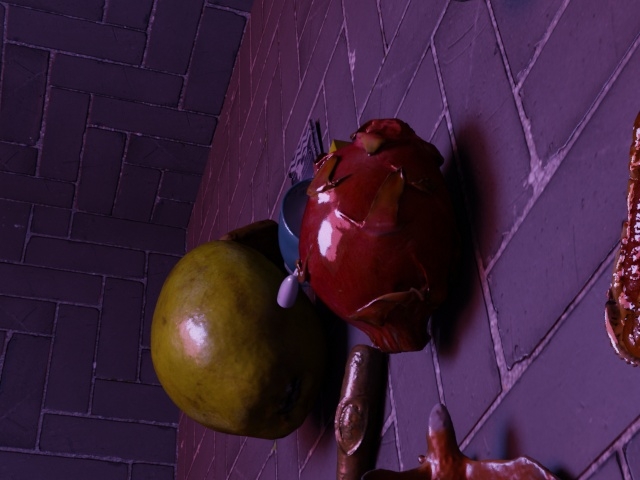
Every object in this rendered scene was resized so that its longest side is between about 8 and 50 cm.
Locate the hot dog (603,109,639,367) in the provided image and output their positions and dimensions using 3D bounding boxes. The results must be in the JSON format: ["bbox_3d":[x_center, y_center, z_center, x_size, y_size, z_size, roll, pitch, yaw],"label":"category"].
[{"bbox_3d":[0.295,-0.015,0.811,0.131,0.069,0.253,-146,65,-73],"label":"hot dog"}]

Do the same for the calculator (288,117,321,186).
[{"bbox_3d":[-0.027,-0.140,2.192,0.274,0.028,0.166,-99,26,-46],"label":"calculator"}]

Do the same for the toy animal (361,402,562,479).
[{"bbox_3d":[0.166,0.346,1.071,0.302,0.224,0.284,-85,-12,-73],"label":"toy animal"}]

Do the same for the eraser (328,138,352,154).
[{"bbox_3d":[0.035,-0.123,1.908,0.097,0.045,0.122,-107,30,-58],"label":"eraser"}]

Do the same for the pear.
[{"bbox_3d":[-0.157,0.191,1.844,0.413,0.351,0.352,-118,38,-47],"label":"pear"}]

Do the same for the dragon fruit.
[{"bbox_3d":[0.078,-0.005,1.339,0.250,0.250,0.315,-134,38,-72],"label":"dragon fruit"}]

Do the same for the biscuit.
[{"bbox_3d":[-0.198,0.104,2.195,0.046,0.359,0.359,38,127,28],"label":"biscuit"}]

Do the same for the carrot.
[{"bbox_3d":[0.053,0.335,1.534,0.070,0.070,0.343,172,105,-75],"label":"carrot"}]

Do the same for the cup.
[{"bbox_3d":[0.000,0.000,1.757,0.300,0.167,0.173,-59,-8,-33],"label":"cup"}]
